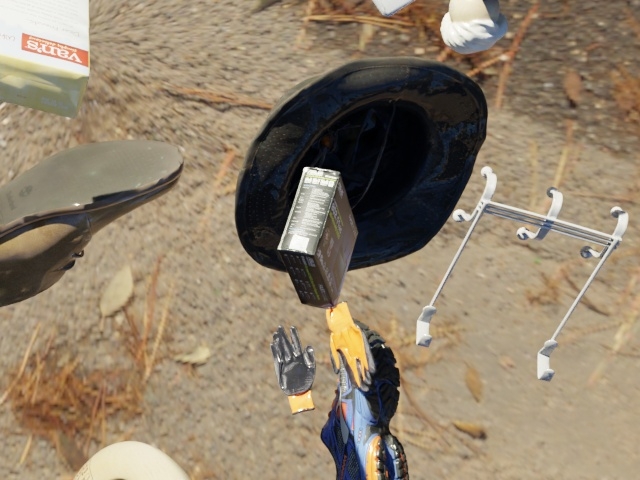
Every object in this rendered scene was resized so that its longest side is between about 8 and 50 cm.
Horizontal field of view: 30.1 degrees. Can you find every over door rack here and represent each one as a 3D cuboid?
[{"bbox_3d":[0.310,0.048,1.892,0.239,0.108,0.324,16,121,-7],"label":"over door rack"}]

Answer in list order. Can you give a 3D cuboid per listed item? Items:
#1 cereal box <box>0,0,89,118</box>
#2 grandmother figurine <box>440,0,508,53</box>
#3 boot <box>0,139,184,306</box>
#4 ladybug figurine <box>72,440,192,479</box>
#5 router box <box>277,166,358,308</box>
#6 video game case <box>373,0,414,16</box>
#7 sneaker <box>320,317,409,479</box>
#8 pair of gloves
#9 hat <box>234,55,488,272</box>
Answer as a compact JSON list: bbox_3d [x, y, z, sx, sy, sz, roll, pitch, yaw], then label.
[{"bbox_3d":[-0.275,-0.200,0.963,0.173,0.240,0.047,12,128,-20],"label":"cereal box"},{"bbox_3d":[0.244,-0.410,1.592,0.104,0.208,0.342,22,119,6],"label":"grandmother figurine"},{"bbox_3d":[-0.286,-0.019,1.311,0.305,0.112,0.115,-21,127,-3],"label":"boot"},{"bbox_3d":[-0.269,0.492,1.827,0.162,0.449,0.305,33,101,-37],"label":"ladybug figurine"},{"bbox_3d":[0.000,0.000,1.154,0.038,0.122,0.092,9,64,16],"label":"router box"},{"bbox_3d":[0.160,-0.247,0.793,0.204,0.285,0.025,-27,103,33],"label":"video game case"},{"bbox_3d":[0.036,0.193,1.310,0.087,0.083,0.221,-15,70,31],"label":"sneaker"},{"bbox_3d":[0.001,0.095,0.955,0.083,0.010,0.074,-22,79,16],"label":"pair of gloves"},{"bbox_3d":[0.027,-0.107,1.401,0.331,0.134,0.331,-19,133,-21],"label":"hat"}]
